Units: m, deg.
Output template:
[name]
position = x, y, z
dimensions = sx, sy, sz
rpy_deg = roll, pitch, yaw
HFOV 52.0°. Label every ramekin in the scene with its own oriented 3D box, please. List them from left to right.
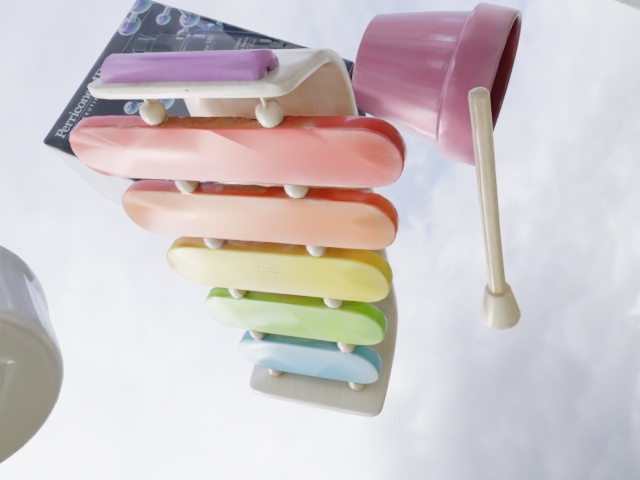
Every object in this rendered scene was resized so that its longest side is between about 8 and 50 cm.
[ramekin]
position = -0.421, 0.140, 0.713
dimensions = 0.277, 0.135, 0.277
rpy_deg = -23, -48, -28

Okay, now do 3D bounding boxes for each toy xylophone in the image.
[toy xylophone]
position = 0.000, 0.000, 0.429
dimensions = 0.323, 0.236, 0.081
rpy_deg = 64, -143, -39

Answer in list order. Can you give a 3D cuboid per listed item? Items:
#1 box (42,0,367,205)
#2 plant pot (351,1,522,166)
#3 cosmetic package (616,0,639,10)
[box]
position = -0.165, -0.164, 1.046
dimensions = 0.293, 0.395, 0.212
rpy_deg = -64, -18, -15
[plant pot]
position = 0.147, -0.215, 0.861
dimensions = 0.201, 0.180, 0.201
rpy_deg = 18, -90, -72
[cosmetic package]
position = 0.084, -0.297, 0.406
dimensions = 0.284, 0.377, 0.097
rpy_deg = 12, -46, -24
